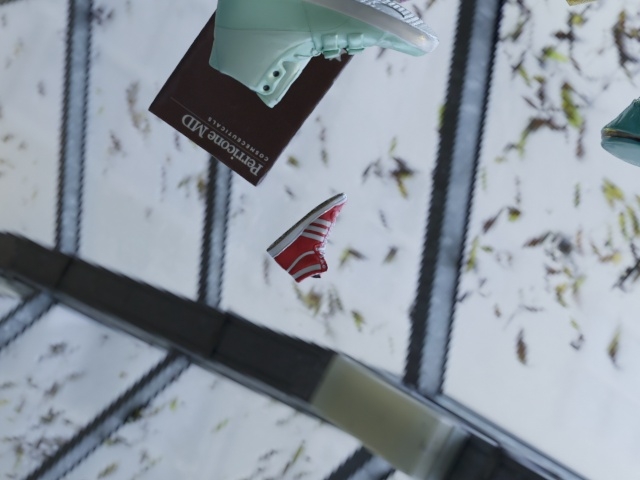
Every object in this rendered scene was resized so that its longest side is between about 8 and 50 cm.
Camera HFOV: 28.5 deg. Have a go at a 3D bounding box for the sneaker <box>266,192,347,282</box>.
[{"bbox_3d":[0.000,0.000,1.462,0.118,0.067,0.042,-40,-175,-19],"label":"sneaker"}]

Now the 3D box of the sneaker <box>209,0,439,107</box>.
[{"bbox_3d":[-0.001,-0.219,1.447,0.094,0.256,0.151,-93,-160,-67],"label":"sneaker"}]

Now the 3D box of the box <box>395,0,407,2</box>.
[{"bbox_3d":[0.049,-0.257,0.776,0.243,0.214,0.117,35,-47,38],"label":"box"}]

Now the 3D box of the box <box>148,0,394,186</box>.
[{"bbox_3d":[-0.049,-0.285,1.722,0.381,0.191,0.143,-53,-174,18],"label":"box"}]

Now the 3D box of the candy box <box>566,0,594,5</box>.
[{"bbox_3d":[0.438,-0.407,1.846,0.187,0.109,0.053,-6,-113,28],"label":"candy box"}]

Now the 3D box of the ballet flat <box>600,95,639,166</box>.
[{"bbox_3d":[0.305,-0.100,1.040,0.247,0.083,0.087,-131,-116,-82],"label":"ballet flat"}]
